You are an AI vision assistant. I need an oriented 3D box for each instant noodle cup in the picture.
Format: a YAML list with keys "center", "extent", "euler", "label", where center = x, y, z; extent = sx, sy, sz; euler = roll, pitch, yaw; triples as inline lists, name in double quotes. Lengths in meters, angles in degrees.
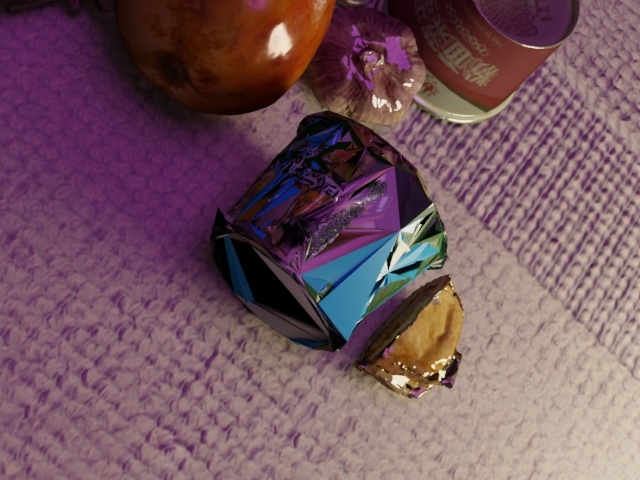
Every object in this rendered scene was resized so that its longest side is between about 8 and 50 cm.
- center: [0.208, -0.291, 1.621]
  extent: [0.234, 0.178, 0.235]
  euler: [10, 67, -24]
  label: "instant noodle cup"
- center: [0.000, 0.000, 1.391]
  extent: [0.178, 0.240, 0.240]
  euler: [-44, 97, -23]
  label: "instant noodle cup"

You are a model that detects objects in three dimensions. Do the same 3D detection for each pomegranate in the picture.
- center: [-0.096, -0.277, 1.409]
  extent: [0.229, 0.252, 0.270]
  euler: [34, 54, 1]
  label: "pomegranate"

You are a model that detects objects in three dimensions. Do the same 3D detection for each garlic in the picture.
- center: [0.056, -0.217, 1.549]
  extent: [0.147, 0.102, 0.159]
  euler: [-44, 95, -17]
  label: "garlic"

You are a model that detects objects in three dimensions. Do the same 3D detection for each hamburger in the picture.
- center: [0.115, 0.129, 1.488]
  extent: [0.176, 0.087, 0.102]
  euler: [-46, 109, -39]
  label: "hamburger"

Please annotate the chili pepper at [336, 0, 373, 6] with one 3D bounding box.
- center: [0.005, -0.341, 1.608]
  extent: [0.153, 0.041, 0.050]
  euler: [33, 80, -34]
  label: "chili pepper"

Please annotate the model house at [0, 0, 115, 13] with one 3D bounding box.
- center: [-0.335, -0.347, 1.377]
  extent: [0.188, 0.122, 0.229]
  euler: [-19, 79, -28]
  label: "model house"
